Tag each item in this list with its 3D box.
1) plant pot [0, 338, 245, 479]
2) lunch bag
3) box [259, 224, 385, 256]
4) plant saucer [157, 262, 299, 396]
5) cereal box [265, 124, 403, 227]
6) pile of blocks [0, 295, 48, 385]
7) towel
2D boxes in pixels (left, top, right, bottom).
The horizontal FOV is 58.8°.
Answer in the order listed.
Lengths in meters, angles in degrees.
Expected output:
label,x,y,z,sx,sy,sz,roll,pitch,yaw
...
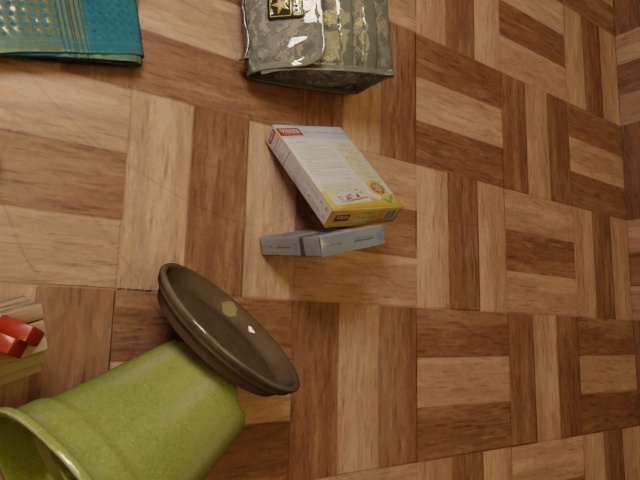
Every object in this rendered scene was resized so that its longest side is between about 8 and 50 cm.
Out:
label,x,y,z,sx,sy,sz,roll,pitch,yaw
plant pot,-0.250,0.273,0.775,0.254,0.276,0.276,-35,104,-46
lunch bag,-0.018,-0.420,1.087,0.287,0.169,0.235,-4,89,-29
box,0.000,0.000,1.022,0.145,0.186,0.038,-11,97,-38
plant saucer,-0.144,0.141,0.870,0.278,0.278,0.041,41,92,-25
cereal box,0.024,-0.127,1.067,0.173,0.047,0.240,-6,49,-37
pile of blocks,-0.467,0.115,0.617,0.362,0.113,0.148,19,78,-45
towel,-0.427,-0.449,0.866,0.272,0.040,0.369,-9,87,-38
